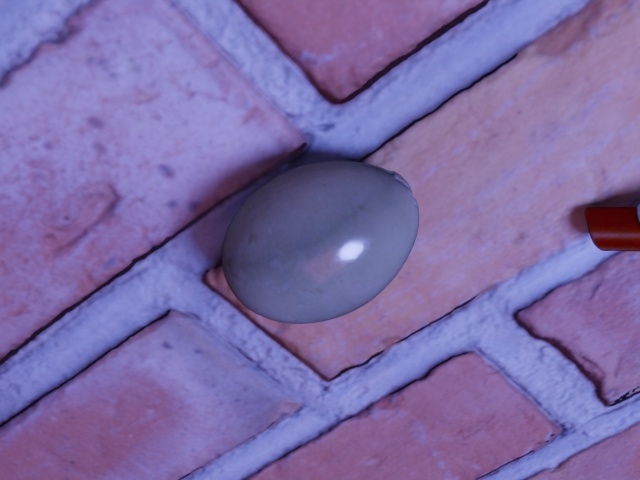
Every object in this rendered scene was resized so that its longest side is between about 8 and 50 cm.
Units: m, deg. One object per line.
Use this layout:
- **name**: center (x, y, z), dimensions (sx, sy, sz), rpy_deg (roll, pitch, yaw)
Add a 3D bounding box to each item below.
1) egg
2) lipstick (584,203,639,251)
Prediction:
- **egg**: center (0.000, 0.000, 0.632), dimensions (0.152, 0.114, 0.114), rpy_deg (-28, 125, 11)
- **lipstick**: center (0.328, -0.007, 0.620), dimensions (0.274, 0.061, 0.068), rpy_deg (1, 107, 36)
